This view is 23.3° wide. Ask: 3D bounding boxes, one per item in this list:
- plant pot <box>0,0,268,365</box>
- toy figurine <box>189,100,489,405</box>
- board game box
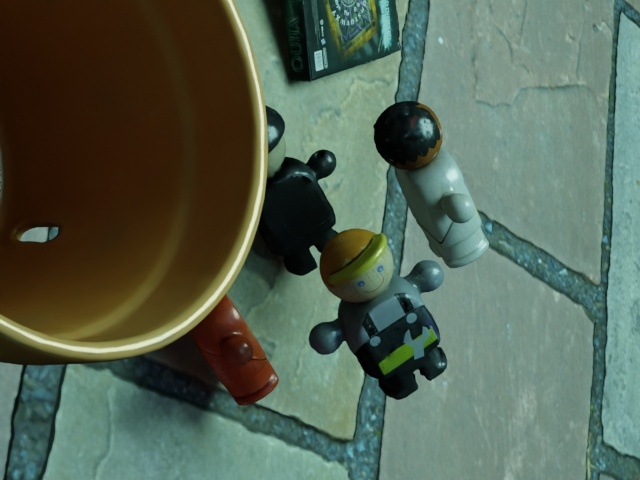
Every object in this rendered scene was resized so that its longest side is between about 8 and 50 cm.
[{"bbox_3d":[-0.202,-0.064,0.885,0.291,0.204,0.290,16,69,-47],"label":"plant pot"},{"bbox_3d":[0.000,0.000,1.097,0.148,0.210,0.213,61,40,-34],"label":"toy figurine"},{"bbox_3d":[0.014,-0.234,1.275,0.126,0.026,0.186,-24,114,-47],"label":"board game box"}]
